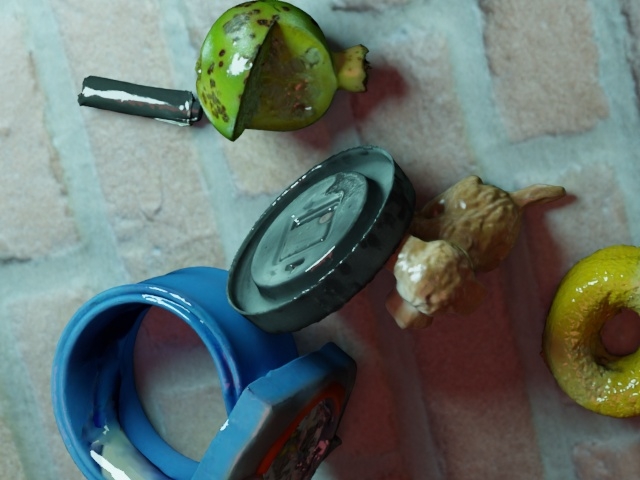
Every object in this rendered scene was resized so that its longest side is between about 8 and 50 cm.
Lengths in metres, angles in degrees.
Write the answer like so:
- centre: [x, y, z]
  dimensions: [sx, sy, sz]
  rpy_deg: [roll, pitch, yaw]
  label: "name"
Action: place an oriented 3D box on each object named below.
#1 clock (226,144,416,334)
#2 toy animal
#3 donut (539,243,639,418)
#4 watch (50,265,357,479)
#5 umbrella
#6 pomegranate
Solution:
- centre: [0.000, 0.000, 1.624]
  dimensions: [0.215, 0.215, 0.042]
  rpy_deg: [-36, 116, 18]
  label: "clock"
- centre: [0.146, 0.004, 1.607]
  dimensions: [0.184, 0.185, 0.104]
  rpy_deg: [-22, 98, 16]
  label: "toy animal"
- centre: [0.302, 0.096, 1.664]
  dimensions: [0.162, 0.065, 0.178]
  rpy_deg: [9, 108, 10]
  label: "donut"
- centre: [-0.141, 0.188, 1.719]
  dimensions: [0.274, 0.241, 0.305]
  rpy_deg: [35, 111, 18]
  label: "watch"
- centre: [-0.185, -0.145, 1.715]
  dimensions: [0.133, 0.031, 0.036]
  rpy_deg: [11, 109, 8]
  label: "umbrella"
- centre: [-0.044, -0.174, 1.636]
  dimensions: [0.169, 0.122, 0.143]
  rpy_deg: [-21, 136, -17]
  label: "pomegranate"
